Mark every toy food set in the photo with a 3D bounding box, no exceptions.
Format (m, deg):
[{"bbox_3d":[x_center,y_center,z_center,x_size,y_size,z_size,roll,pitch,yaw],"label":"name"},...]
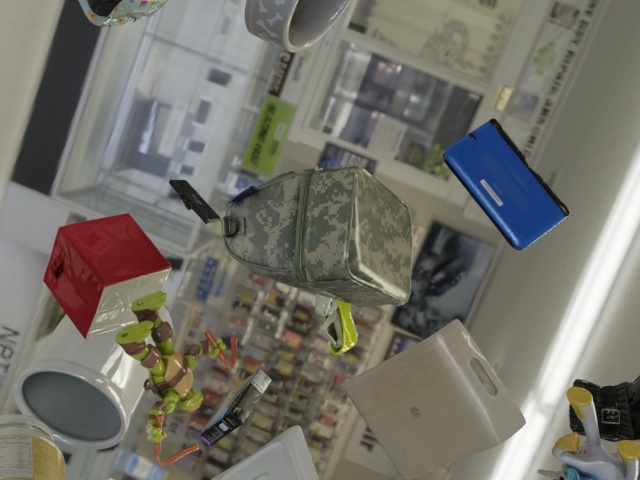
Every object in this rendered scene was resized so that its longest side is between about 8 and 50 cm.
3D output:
[{"bbox_3d":[0.199,0.300,1.442,0.306,0.219,0.092,-38,174,41],"label":"toy food set"}]

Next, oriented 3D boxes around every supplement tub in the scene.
[{"bbox_3d":[-0.674,0.559,1.679,0.331,0.241,0.241,52,-53,57],"label":"supplement tub"}]

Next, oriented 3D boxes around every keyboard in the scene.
[{"bbox_3d":[-0.383,-0.116,2.312,0.023,0.180,0.108,-50,164,20],"label":"keyboard"}]

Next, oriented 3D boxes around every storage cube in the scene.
[{"bbox_3d":[-0.491,0.079,1.781,0.215,0.193,0.183,-17,146,-47],"label":"storage cube"}]

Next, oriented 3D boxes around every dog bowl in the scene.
[{"bbox_3d":[-0.018,-0.576,1.734,0.349,0.102,0.349,-49,170,-12],"label":"dog bowl"}]

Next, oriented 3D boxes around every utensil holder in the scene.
[{"bbox_3d":[-0.638,0.344,2.238,0.385,0.328,0.327,-71,180,-50],"label":"utensil holder"}]

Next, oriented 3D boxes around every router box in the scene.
[{"bbox_3d":[-0.206,0.406,1.891,0.133,0.046,0.179,-40,-173,32],"label":"router box"}]

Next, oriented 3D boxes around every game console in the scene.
[{"bbox_3d":[0.442,-0.127,1.865,0.250,0.293,0.173,-33,170,-20],"label":"game console"}]

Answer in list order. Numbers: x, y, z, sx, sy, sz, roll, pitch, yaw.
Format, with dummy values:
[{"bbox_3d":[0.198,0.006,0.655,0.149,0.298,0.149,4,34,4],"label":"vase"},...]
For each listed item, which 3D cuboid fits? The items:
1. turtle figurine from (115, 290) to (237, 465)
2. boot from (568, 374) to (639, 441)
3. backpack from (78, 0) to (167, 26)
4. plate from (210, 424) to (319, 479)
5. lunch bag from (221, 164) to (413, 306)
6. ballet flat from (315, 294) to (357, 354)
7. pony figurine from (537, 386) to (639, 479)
[{"bbox_3d":[-0.229,0.188,1.203,0.269,0.087,0.217,-58,136,-45],"label":"turtle figurine"},{"bbox_3d":[0.794,0.388,2.037,0.131,0.260,0.348,-16,114,-51],"label":"boot"},{"bbox_3d":[-0.393,-0.512,1.531,0.188,0.166,0.144,-22,169,-47],"label":"backpack"},{"bbox_3d":[-0.132,0.581,1.761,0.278,0.045,0.277,-35,-142,5],"label":"plate"},{"bbox_3d":[0.000,0.000,1.388,0.305,0.256,0.212,27,61,-59],"label":"lunch bag"},{"bbox_3d":[0.027,0.154,1.674,0.077,0.077,0.231,-38,130,-31],"label":"ballet flat"},{"bbox_3d":[0.647,0.494,1.646,0.303,0.351,0.363,-57,153,-35],"label":"pony figurine"}]
